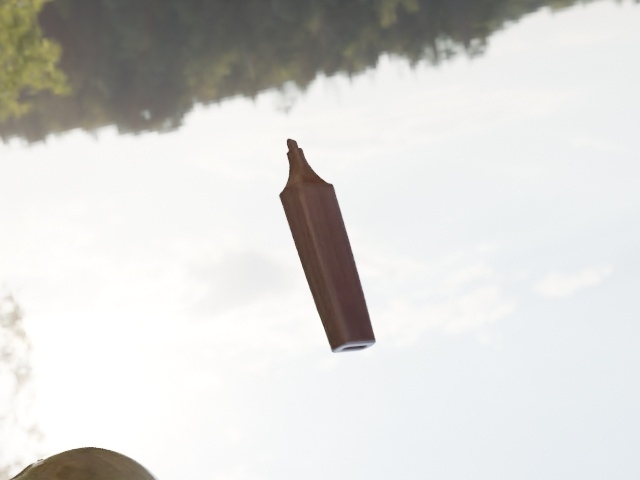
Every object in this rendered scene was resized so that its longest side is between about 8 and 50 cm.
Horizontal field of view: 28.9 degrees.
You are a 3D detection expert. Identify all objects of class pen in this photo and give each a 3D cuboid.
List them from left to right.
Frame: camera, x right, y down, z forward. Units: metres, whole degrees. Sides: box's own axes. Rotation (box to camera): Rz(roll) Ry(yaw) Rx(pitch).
[{"bbox_3d":[0.000,0.000,1.056,0.053,0.197,0.032,0,155,-38],"label":"pen"}]

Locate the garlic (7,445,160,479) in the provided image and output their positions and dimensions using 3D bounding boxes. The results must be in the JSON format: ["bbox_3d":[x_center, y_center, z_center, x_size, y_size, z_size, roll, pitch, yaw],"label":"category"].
[{"bbox_3d":[-0.229,0.300,1.012,0.281,0.203,0.185,-40,174,-5],"label":"garlic"}]
